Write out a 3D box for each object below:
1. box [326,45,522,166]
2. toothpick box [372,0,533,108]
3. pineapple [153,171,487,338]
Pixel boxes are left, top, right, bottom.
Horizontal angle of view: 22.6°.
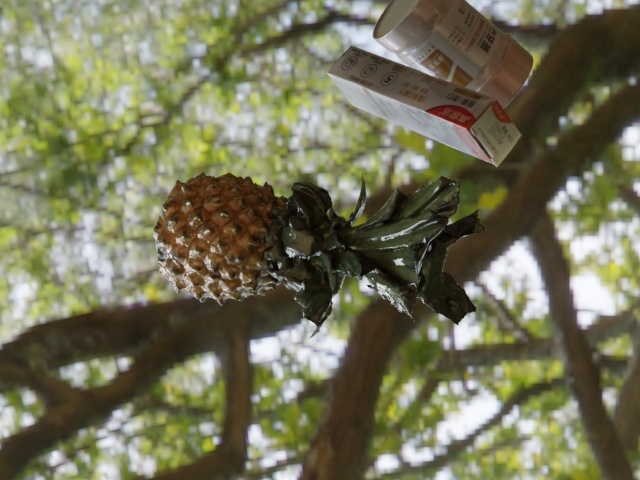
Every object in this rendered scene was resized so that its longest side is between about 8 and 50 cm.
[{"bbox_3d":[0.090,-0.124,1.439,0.039,0.055,0.218,-49,-143,-10],"label":"box"},{"bbox_3d":[0.142,-0.207,1.713,0.098,0.149,0.098,-46,-162,19],"label":"toothpick box"},{"bbox_3d":[0.000,0.000,1.288,0.277,0.119,0.130,7,-140,35],"label":"pineapple"}]
